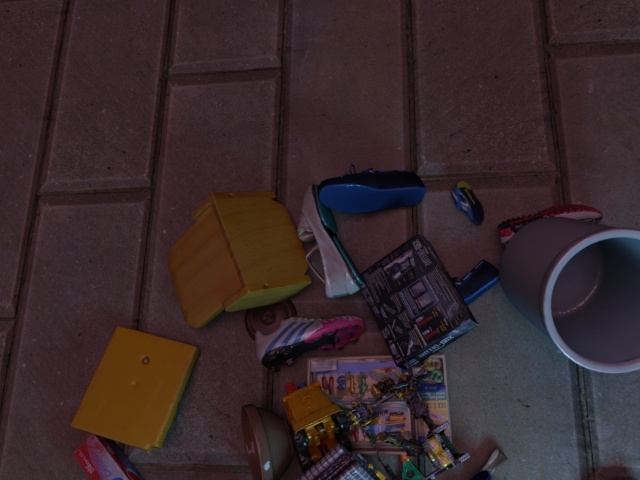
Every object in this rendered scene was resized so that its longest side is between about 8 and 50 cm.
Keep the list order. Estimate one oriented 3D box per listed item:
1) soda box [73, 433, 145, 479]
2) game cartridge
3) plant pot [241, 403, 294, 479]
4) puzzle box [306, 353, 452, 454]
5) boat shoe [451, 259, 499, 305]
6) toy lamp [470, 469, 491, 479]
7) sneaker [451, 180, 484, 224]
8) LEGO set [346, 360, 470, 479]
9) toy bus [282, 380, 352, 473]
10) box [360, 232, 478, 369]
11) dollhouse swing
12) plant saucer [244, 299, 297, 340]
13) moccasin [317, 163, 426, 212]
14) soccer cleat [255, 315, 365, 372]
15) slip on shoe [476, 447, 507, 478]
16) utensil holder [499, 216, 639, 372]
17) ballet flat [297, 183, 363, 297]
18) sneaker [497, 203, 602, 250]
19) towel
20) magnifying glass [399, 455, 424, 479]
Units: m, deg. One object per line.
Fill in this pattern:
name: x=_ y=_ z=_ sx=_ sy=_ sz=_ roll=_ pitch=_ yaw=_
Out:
soda box: x=-0.607 y=0.692 z=1.633 sx=0.263 sy=0.083 sz=0.092 roll=42 pitch=85 yaw=17
game cartridge: x=-0.554 y=0.443 z=1.675 sx=0.285 sy=0.053 sz=0.324 roll=12 pitch=64 yaw=12
plant pot: x=-0.141 y=0.565 z=1.534 sx=0.109 sy=0.237 sz=0.238 roll=-8 pitch=72 yaw=-18
puzzle box: x=0.159 y=0.465 z=1.571 sx=0.408 sy=0.052 sz=0.272 roll=-5 pitch=72 yaw=12
boat shoe: x=0.406 y=0.149 z=1.626 sx=0.258 sy=0.109 sz=0.089 roll=-29 pitch=64 yaw=-17
toy lamp: x=0.498 y=0.723 z=1.428 sx=0.080 sy=0.080 sz=0.275 roll=-39 pitch=87 yaw=-3
sneaker: x=0.453 y=-0.111 z=1.707 sx=0.053 sy=0.059 sz=0.144 roll=-25 pitch=87 yaw=-31
LEGO set: x=0.219 y=0.492 z=1.400 sx=0.254 sy=0.192 sz=0.331 roll=-22 pitch=66 yaw=-4
toy bus: x=-0.027 y=0.489 z=1.498 sx=0.149 sy=0.220 sz=0.211 roll=-22 pitch=36 yaw=-17
box: x=0.261 y=0.168 z=1.563 sx=0.242 sy=0.076 sz=0.308 roll=-38 pitch=54 yaw=18
dollhouse swing: x=-0.265 y=0.074 z=1.747 sx=0.315 sy=0.305 sz=0.347 roll=-6 pitch=60 yaw=-37
plant saucer: x=-0.157 y=0.241 z=1.716 sx=0.168 sy=0.029 sz=0.169 roll=-3 pitch=74 yaw=9
moccasin: x=0.152 y=-0.161 z=1.723 sx=0.341 sy=0.138 sz=0.117 roll=1 pitch=49 yaw=-17
soccer cleat: x=-0.037 y=0.267 z=1.633 sx=0.331 sy=0.116 sz=0.143 roll=-17 pitch=45 yaw=-13
slip on shoe: x=0.454 y=0.628 z=1.497 sx=0.041 sy=0.051 sz=0.135 roll=36 pitch=75 yaw=23
utensil holder: x=0.654 y=0.105 z=1.388 sx=0.327 sy=0.385 sz=0.328 roll=0 pitch=99 yaw=2
ballet flat: x=0.000 y=0.000 z=1.681 sx=0.139 sy=0.139 sz=0.400 roll=-24 pitch=60 yaw=2
sneaker: x=0.673 y=-0.033 z=1.626 sx=0.299 sy=0.121 sz=0.112 roll=-16 pitch=102 yaw=4
towel: x=0.064 y=0.688 z=1.431 sx=0.235 sy=0.284 sz=0.121 roll=-40 pitch=29 yaw=-1
magnifying glass: x=0.247 y=0.639 z=1.542 sx=0.092 sy=0.026 sz=0.231 roll=-19 pitch=74 yaw=4
